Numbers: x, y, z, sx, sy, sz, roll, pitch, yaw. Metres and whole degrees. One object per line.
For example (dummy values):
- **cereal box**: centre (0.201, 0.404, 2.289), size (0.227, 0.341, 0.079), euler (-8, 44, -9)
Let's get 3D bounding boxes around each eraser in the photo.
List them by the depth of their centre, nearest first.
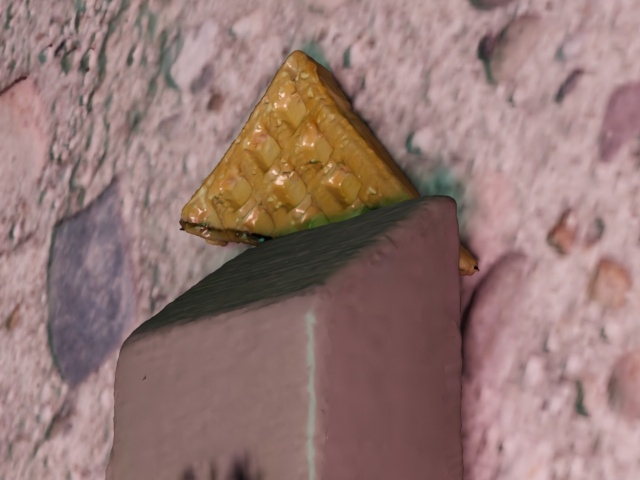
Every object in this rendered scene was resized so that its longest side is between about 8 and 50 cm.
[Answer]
- **eraser**: centre (-0.015, 0.154, 0.626), size (0.111, 0.077, 0.352), euler (-17, 66, 45)

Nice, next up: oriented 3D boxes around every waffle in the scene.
- **waffle**: centre (0.000, 0.000, 0.734), size (0.097, 0.023, 0.152), euler (-55, 43, 19)
